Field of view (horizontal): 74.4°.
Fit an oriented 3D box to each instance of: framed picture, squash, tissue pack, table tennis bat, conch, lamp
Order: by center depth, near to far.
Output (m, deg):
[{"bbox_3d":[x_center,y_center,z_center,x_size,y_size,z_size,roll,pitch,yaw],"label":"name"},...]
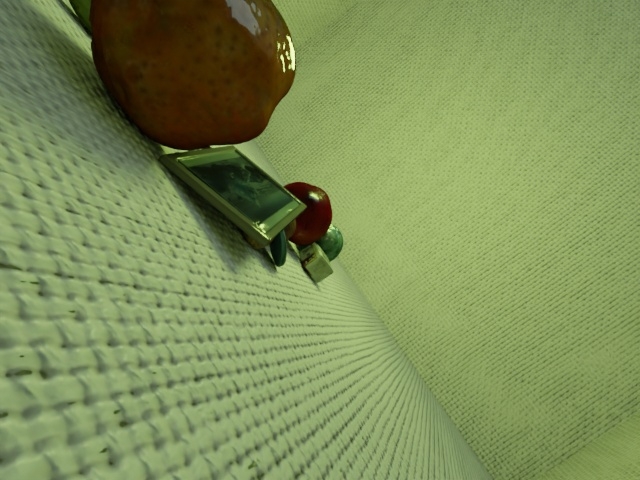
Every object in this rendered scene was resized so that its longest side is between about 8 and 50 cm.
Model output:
[{"bbox_3d":[-0.212,-0.150,1.196,0.326,0.028,0.446,40,18,-3],"label":"framed picture"},{"bbox_3d":[-0.611,-0.601,1.206,0.340,0.095,0.094,53,4,-35],"label":"squash"},{"bbox_3d":[-0.144,-0.034,1.323,0.149,0.038,0.236,130,-51,-63],"label":"table tennis bat"},{"bbox_3d":[-0.150,-0.059,1.452,0.136,0.136,0.136,53,5,-7],"label":"lamp"},{"bbox_3d":[-0.020,0.094,1.803,0.106,0.099,0.148,54,4,-23],"label":"tissue pack"},{"bbox_3d":[0.000,0.000,1.956,0.277,0.196,0.220,136,-61,-77],"label":"conch"}]

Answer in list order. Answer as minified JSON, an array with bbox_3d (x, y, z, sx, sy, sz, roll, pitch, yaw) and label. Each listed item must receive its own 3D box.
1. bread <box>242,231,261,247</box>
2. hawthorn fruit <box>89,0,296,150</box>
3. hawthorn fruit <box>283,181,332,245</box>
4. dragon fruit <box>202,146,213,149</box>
[{"bbox_3d":[-0.197,-0.073,1.275,0.083,0.114,0.210,24,26,-46],"label":"bread"},{"bbox_3d":[-0.303,-0.456,0.997,0.471,0.472,0.472,53,5,-7],"label":"hawthorn fruit"},{"bbox_3d":[-0.099,-0.121,1.747,0.307,0.265,0.265,10,40,-55],"label":"hawthorn fruit"},{"bbox_3d":[-0.377,-0.284,1.475,0.097,0.063,0.131,18,-16,32],"label":"dragon fruit"}]
